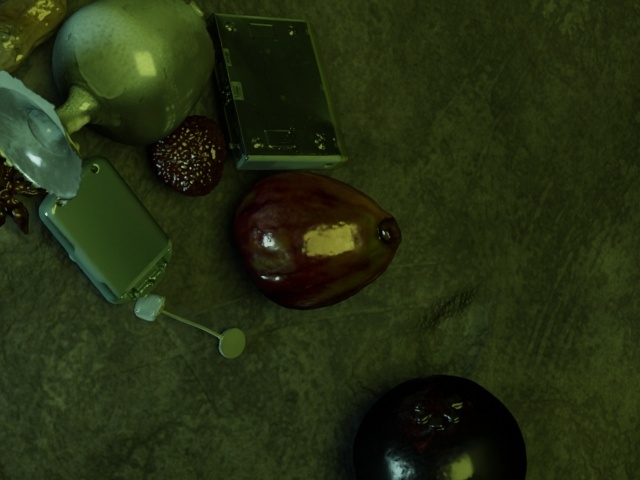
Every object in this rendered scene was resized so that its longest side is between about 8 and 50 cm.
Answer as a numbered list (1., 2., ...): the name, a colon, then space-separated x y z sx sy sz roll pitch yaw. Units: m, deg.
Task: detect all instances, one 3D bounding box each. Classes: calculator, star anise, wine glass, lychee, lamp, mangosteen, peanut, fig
1. calculator: -0.323 -0.016 1.905 0.141 0.045 0.246 -49 121 -24
2. star anise: -0.473 -0.082 1.833 0.168 0.057 0.168 3 85 -39
3. wine glass: -0.312 -0.226 1.815 0.238 0.238 0.323 55 51 -18
4. lychee: -0.202 -0.132 1.952 0.123 0.123 0.129 -43 109 -23
5. lamp: -0.204 0.136 2.005 0.198 0.056 0.050 31 74 -38
6. mangosteen: 0.209 0.383 2.092 0.297 0.297 0.313 -36 110 -25
7. peanut: -0.452 -0.300 1.831 0.214 0.099 0.099 -46 111 -29
8. fig: -0.010 0.001 2.010 0.263 0.224 0.224 12 83 -8

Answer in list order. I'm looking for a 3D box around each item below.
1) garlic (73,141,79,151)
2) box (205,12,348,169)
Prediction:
1. garlic: -0.393 -0.110 1.889 0.053 0.041 0.083 3 98 -42
2. box: -0.075 -0.240 2.014 0.211 0.045 0.270 0 66 -30
